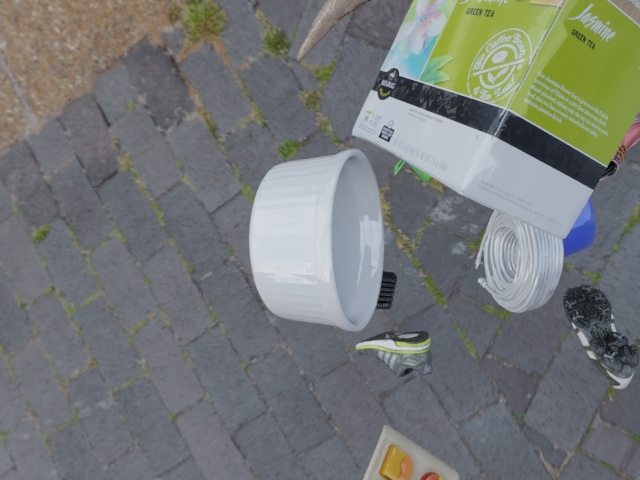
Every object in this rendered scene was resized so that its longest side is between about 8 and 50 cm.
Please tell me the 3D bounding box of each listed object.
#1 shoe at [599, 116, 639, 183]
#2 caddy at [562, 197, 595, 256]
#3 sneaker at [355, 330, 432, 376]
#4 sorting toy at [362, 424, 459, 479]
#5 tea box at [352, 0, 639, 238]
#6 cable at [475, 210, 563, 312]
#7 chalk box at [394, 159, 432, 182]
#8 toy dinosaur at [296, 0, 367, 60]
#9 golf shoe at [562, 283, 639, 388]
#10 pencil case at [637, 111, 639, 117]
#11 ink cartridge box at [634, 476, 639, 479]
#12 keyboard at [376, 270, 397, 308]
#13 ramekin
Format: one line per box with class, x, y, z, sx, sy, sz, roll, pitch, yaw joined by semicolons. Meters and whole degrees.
shoe;0.647;-0.192;1.362;0.178;0.081;0.063;-40;114;22
caddy;0.535;-0.094;1.563;0.179;0.241;0.341;-16;96;-10
sneaker;0.209;0.335;1.808;0.300;0.111;0.121;-13;91;58
sorting toy;0.163;0.476;1.150;0.193;0.208;0.038;36;145;-13
tea box;0.263;-0.227;0.920;0.323;0.220;0.329;-64;31;10
cable;0.447;0.035;1.392;0.089;0.257;0.257;1;120;-10
chalk box;0.243;-0.233;1.418;0.213;0.132;0.132;-38;105;21
toy dinosaur;0.037;-0.299;0.489;0.127;0.200;0.295;13;121;28
golf shoe;0.461;0.160;1.040;0.077;0.198;0.093;-14;128;10
pencil case;0.627;-0.342;1.326;0.284;0.124;0.124;27;98;16
ink cartridge box;0.677;0.597;1.239;0.270;0.198;0.197;-48;63;17
keyboard;0.096;0.109;1.168;0.023;0.180;0.108;19;94;31
ramekin;0.000;0.000;0.967;0.135;0.277;0.277;-1;90;20
